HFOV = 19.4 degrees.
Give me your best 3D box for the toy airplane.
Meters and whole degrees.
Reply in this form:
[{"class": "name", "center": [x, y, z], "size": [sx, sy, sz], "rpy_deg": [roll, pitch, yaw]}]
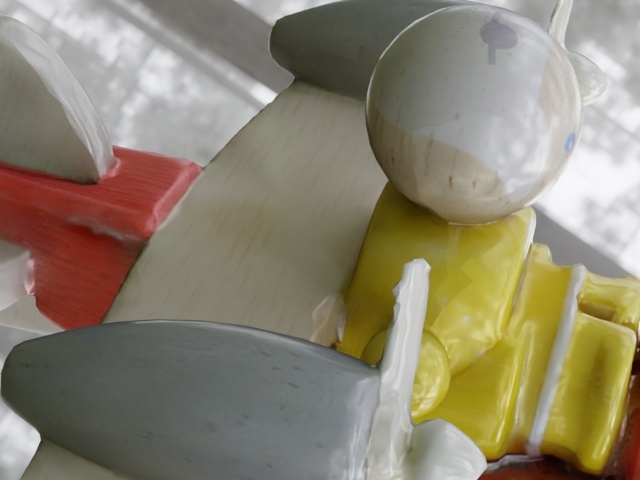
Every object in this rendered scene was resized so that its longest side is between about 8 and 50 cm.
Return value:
[{"class": "toy airplane", "center": [0.000, 0.000, 0.795], "size": [0.272, 0.384, 0.386], "rpy_deg": [-58, -135, 34]}]
